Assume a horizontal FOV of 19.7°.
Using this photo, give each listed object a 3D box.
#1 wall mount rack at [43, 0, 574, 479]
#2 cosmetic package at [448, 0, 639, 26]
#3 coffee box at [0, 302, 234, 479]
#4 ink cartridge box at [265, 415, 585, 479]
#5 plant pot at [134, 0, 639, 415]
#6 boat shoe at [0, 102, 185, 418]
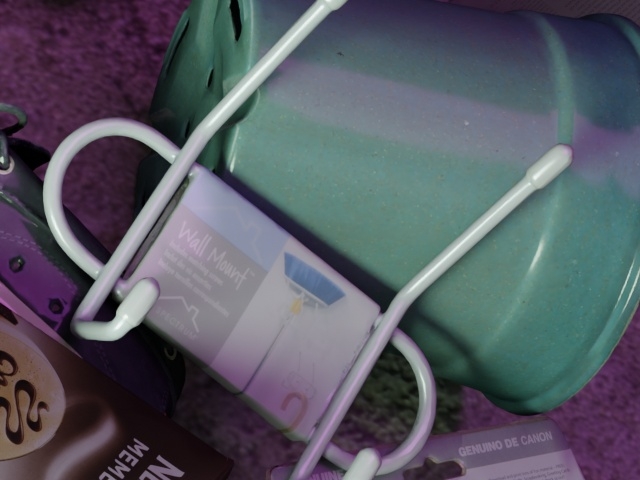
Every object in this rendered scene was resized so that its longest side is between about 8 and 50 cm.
[{"bbox_3d":[0.000,0.000,1.261,0.350,0.130,0.304,39,69,-21],"label":"wall mount rack"},{"bbox_3d":[0.337,-0.245,1.761,0.284,0.377,0.097,42,45,-7],"label":"cosmetic package"},{"bbox_3d":[-0.228,0.131,1.134,0.297,0.119,0.168,34,34,5],"label":"coffee box"},{"bbox_3d":[0.093,0.293,1.374,0.309,0.130,0.272,-4,62,-40],"label":"ink cartridge box"},{"bbox_3d":[0.048,-0.057,1.463,0.334,0.341,0.341,13,53,-22],"label":"plant pot"},{"bbox_3d":[-0.279,-0.023,1.274,0.500,0.187,0.156,49,40,-8],"label":"boat shoe"}]
